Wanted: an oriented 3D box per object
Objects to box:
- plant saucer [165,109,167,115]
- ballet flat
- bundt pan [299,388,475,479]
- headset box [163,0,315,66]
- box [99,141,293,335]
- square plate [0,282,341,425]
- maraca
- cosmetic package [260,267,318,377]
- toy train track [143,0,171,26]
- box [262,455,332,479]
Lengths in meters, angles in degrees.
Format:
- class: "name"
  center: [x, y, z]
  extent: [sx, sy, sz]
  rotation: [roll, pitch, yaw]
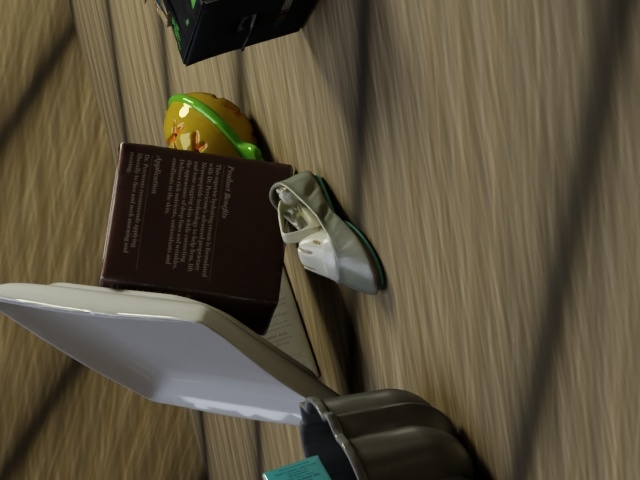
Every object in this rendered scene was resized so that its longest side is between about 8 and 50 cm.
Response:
- class: "plant saucer"
  center: [-0.157, -0.075, 2.676]
  extent: [0.188, 0.045, 0.188]
  rotation: [-129, 24, -60]
- class: "ballet flat"
  center: [0.000, 0.000, 1.979]
  extent: [0.213, 0.068, 0.072]
  rotation: [-123, 19, -53]
- class: "bundt pan"
  center: [0.091, 0.289, 1.837]
  extent: [0.331, 0.124, 0.331]
  rotation: [163, 90, -78]
- class: "headset box"
  center: [-0.099, -0.321, 1.809]
  extent: [0.246, 0.131, 0.283]
  rotation: [141, 111, -79]
- class: "box"
  center: [-0.146, 0.001, 2.211]
  extent: [0.167, 0.203, 0.169]
  rotation: [112, 166, -72]
- class: "square plate"
  center: [-0.163, 0.128, 2.204]
  extent: [0.347, 0.344, 0.049]
  rotation: [38, -116, -48]
- class: "maraca"
  center: [-0.119, -0.112, 2.324]
  extent: [0.185, 0.099, 0.127]
  rotation: [37, 160, 27]
- class: "cosmetic package"
  center: [-0.081, 0.085, 2.461]
  extent: [0.117, 0.085, 0.231]
  rotation: [130, 121, -76]
- class: "toy train track"
  center: [-0.161, -0.241, 1.868]
  extent: [0.083, 0.014, 0.048]
  rotation: [59, 158, 32]
- class: "box"
  center: [0.016, 0.308, 1.757]
  extent: [0.244, 0.060, 0.101]
  rotation: [-125, 20, -56]
